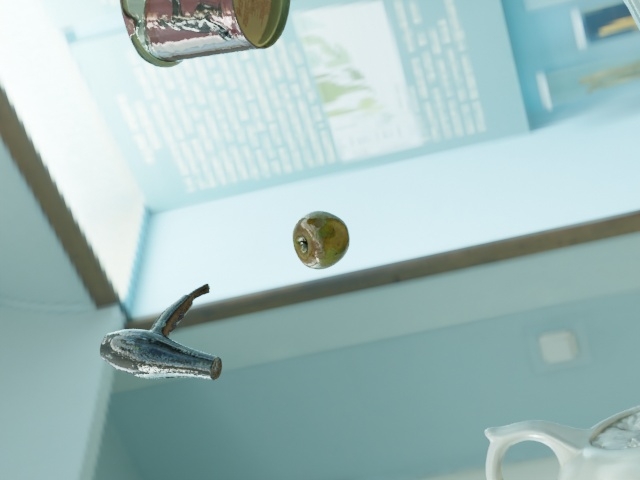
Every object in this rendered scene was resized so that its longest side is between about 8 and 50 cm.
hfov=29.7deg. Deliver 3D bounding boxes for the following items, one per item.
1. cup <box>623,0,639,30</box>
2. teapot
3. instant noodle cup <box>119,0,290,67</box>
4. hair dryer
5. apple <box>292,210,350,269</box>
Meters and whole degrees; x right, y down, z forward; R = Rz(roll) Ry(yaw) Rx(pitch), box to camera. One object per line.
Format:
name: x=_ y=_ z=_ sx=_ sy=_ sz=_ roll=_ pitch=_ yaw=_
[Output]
cup: x=0.494 y=-0.310 z=1.398 sx=0.331 sy=0.257 sz=0.311 roll=14 pitch=-131 yaw=-38
teapot: x=0.300 y=0.205 z=1.116 sx=0.208 sy=0.300 sz=0.166 roll=-61 pitch=-42 yaw=-68
instant noodle cup: x=-0.161 y=-0.370 z=1.782 sx=0.235 sy=0.178 sz=0.234 roll=-19 pitch=-69 yaw=-62
hair dryer: x=-0.209 y=0.131 z=1.851 sx=0.219 sy=0.195 sz=0.075 roll=-56 pitch=-34 yaw=-47
apple: x=0.000 y=0.000 z=1.815 sx=0.074 sy=0.089 sz=0.089 roll=-5 pitch=-99 yaw=-44
